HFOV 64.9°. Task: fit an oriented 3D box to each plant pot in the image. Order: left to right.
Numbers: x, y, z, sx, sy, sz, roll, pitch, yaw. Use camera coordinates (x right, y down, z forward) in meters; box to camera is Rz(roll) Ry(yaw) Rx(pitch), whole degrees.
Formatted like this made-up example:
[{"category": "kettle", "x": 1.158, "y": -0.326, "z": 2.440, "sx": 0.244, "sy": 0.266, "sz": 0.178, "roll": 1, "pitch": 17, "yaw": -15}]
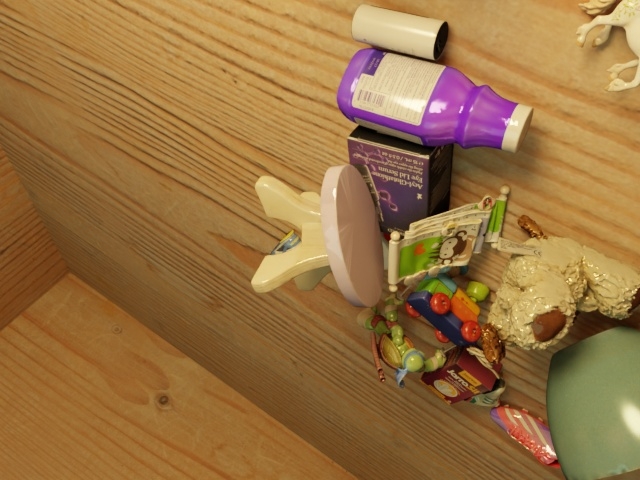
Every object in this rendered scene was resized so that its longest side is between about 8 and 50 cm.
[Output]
[{"category": "plant pot", "x": 0.513, "y": 0.263, "z": 0.867, "sx": 0.290, "sy": 0.289, "sz": 0.196, "roll": 115, "pitch": 138, "yaw": -56}]

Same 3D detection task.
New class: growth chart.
[{"category": "growth chart", "x": 0.224, "y": 0.005, "z": 0.899, "sx": 0.172, "sy": 0.237, "sz": 0.021, "roll": 72, "pitch": 176, "yaw": -45}]

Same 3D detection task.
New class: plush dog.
[{"category": "plush dog", "x": 0.368, "y": 0.102, "z": 0.866, "sx": 0.226, "sy": 0.262, "sz": 0.211, "roll": 100, "pitch": 148, "yaw": -43}]

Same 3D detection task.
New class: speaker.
[{"category": "speaker", "x": 0.117, "y": -0.307, "z": 0.741, "sx": 0.136, "sy": 0.055, "sz": 0.055, "roll": 24, "pitch": 144, "yaw": 24}]

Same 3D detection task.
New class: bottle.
[{"category": "bottle", "x": 0.167, "y": -0.204, "z": 0.756, "sx": 0.282, "sy": 0.118, "sz": 0.092, "roll": 23, "pitch": 176, "yaw": 24}]

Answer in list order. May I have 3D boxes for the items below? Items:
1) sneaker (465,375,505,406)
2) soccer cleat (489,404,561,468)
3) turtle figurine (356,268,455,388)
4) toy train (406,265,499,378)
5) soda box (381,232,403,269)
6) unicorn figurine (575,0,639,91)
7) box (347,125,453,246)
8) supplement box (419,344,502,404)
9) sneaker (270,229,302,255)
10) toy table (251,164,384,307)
[{"category": "sneaker", "x": 0.430, "y": 0.381, "z": 1.263, "sx": 0.075, "sy": 0.057, "sz": 0.161, "roll": 24, "pitch": 146, "yaw": -6}, {"category": "soccer cleat", "x": 0.536, "y": 0.497, "z": 1.245, "sx": 0.247, "sy": 0.095, "sz": 0.083, "roll": 23, "pitch": 144, "yaw": 23}, {"category": "turtle figurine", "x": 0.220, "y": 0.218, "z": 1.225, "sx": 0.197, "sy": 0.275, "sz": 0.266, "roll": 26, "pitch": 173, "yaw": -19}, {"category": "toy train", "x": 0.305, "y": 0.149, "z": 1.030, "sx": 0.248, "sy": 0.143, "sz": 0.105, "roll": 41, "pitch": 156, "yaw": -11}, {"category": "soda box", "x": 0.105, "y": -0.038, "z": 1.062, "sx": 0.073, "sy": 0.069, "sz": 0.216, "roll": -12, "pitch": 122, "yaw": 51}, {"category": "unicorn figurine", "x": 0.374, "y": -0.225, "z": 0.576, "sx": 0.162, "sy": 0.060, "sz": 0.111, "roll": 45, "pitch": 147, "yaw": -9}, {"category": "box", "x": 0.145, "y": -0.112, "z": 0.898, "sx": 0.153, "sy": 0.108, "sz": 0.207, "roll": 19, "pitch": 142, "yaw": 28}, {"category": "supplement box", "x": 0.344, "y": 0.330, "z": 1.251, "sx": 0.104, "sy": 0.081, "sz": 0.188, "roll": 38, "pitch": 147, "yaw": 3}, {"category": "sneaker", "x": -0.091, "y": 0.027, "z": 1.351, "sx": 0.059, "sy": 0.053, "sz": 0.144, "roll": 41, "pitch": 148, "yaw": -5}, {"category": "toy table", "x": 0.000, "y": 0.000, "z": 0.876, "sx": 0.160, "sy": 0.252, "sz": 0.275, "roll": 0, "pitch": 120, "yaw": 25}]
